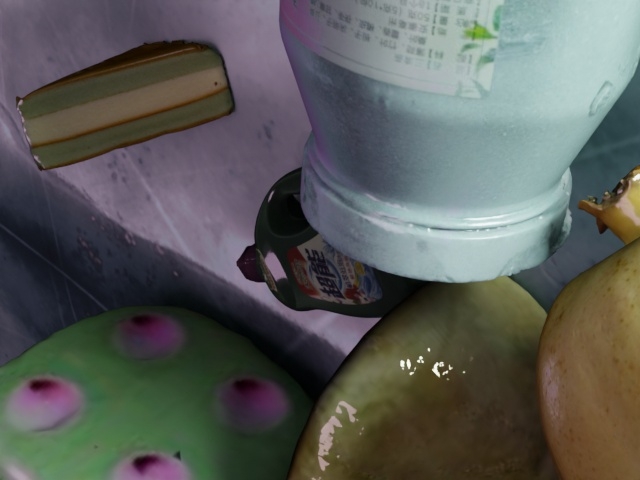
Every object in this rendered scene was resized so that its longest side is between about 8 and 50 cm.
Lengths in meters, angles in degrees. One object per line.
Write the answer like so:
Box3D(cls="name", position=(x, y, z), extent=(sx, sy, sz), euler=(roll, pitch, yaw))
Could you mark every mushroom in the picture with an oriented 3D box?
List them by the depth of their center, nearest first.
Box3D(cls="mushroom", position=(0.088, 0.199, 1.008), extent=(0.212, 0.217, 0.292), euler=(41, 134, 13))

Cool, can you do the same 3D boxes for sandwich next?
Box3D(cls="sandwich", position=(-0.178, -0.125, 1.108), extent=(0.113, 0.163, 0.079), euler=(3, 115, 40))

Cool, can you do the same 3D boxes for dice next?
Box3D(cls="dice", position=(-0.182, 0.285, 1.222), extent=(0.322, 0.330, 0.318), euler=(29, 131, 26))

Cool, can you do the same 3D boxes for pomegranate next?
Box3D(cls="pomegranate", position=(0.270, 0.089, 0.731), extent=(0.319, 0.319, 0.319), euler=(21, 126, 33))

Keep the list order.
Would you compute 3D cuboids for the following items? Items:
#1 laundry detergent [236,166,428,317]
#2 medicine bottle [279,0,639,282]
Box3D(cls="laundry detergent", position=(0.000, 0.000, 1.082), extent=(0.222, 0.078, 0.144), euler=(-3, 109, 46))
Box3D(cls="medicine bottle", position=(0.094, -0.142, 0.797), extent=(0.245, 0.245, 0.290), euler=(25, 129, 30))
